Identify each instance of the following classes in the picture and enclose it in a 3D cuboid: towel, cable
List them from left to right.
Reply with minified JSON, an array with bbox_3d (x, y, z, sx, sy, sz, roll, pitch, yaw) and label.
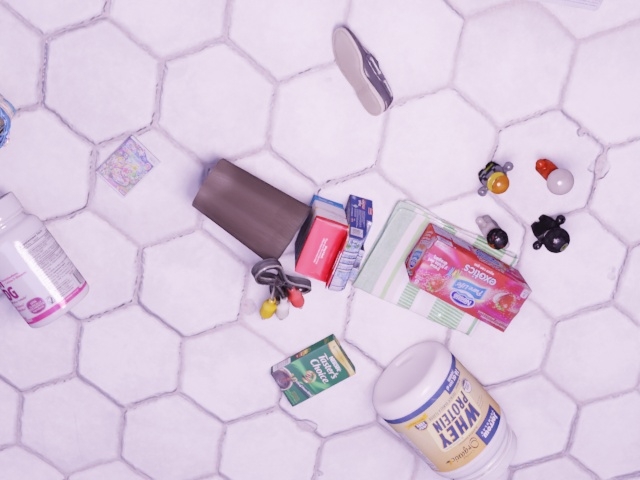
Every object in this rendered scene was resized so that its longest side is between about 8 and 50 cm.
[{"bbox_3d":[-0.081,0.110,1.874,0.139,0.287,0.072,-19,71,-7],"label":"cable"},{"bbox_3d":[0.274,0.070,1.965,0.324,0.038,0.248,24,107,-10],"label":"towel"}]

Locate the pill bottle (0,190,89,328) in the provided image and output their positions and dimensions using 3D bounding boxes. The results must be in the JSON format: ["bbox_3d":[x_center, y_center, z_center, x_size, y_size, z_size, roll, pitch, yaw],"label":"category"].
[{"bbox_3d":[-0.665,0.042,1.859,0.160,0.160,0.283,-30,107,8],"label":"pill bottle"}]

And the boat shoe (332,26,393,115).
[{"bbox_3d":[0.095,-0.374,1.806,0.065,0.075,0.206,-37,105,-35],"label":"boat shoe"}]

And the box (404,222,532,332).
[{"bbox_3d":[0.332,0.083,1.883,0.256,0.128,0.123,28,107,-10],"label":"box"}]

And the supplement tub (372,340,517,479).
[{"bbox_3d":[0.301,0.422,1.985,0.228,0.228,0.316,-40,106,11],"label":"supplement tub"}]

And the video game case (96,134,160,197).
[{"bbox_3d":[-0.435,-0.166,1.873,0.122,0.011,0.087,-42,105,11],"label":"video game case"}]

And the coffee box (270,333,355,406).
[{"bbox_3d":[-0.018,0.320,2.038,0.184,0.040,0.113,-28,107,8],"label":"coffee box"}]

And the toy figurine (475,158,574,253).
[{"bbox_3d":[0.456,-0.076,1.861,0.209,0.148,0.213,0,109,-2],"label":"toy figurine"}]

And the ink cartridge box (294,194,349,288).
[{"bbox_3d":[0.000,0.000,1.828,0.078,0.231,0.134,20,107,-8],"label":"ink cartridge box"}]

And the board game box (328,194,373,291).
[{"bbox_3d":[0.062,0.028,1.885,0.060,0.194,0.194,16,122,-6],"label":"board game box"}]

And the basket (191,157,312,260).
[{"bbox_3d":[-0.157,-0.069,1.837,0.226,0.204,0.154,33,69,-5],"label":"basket"}]

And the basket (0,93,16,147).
[{"bbox_3d":[-0.759,-0.227,1.694,0.201,0.289,0.255,43,106,-9],"label":"basket"}]

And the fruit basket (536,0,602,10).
[{"bbox_3d":[0.491,-0.634,1.636,0.326,0.166,0.353,3,142,-17],"label":"fruit basket"}]
